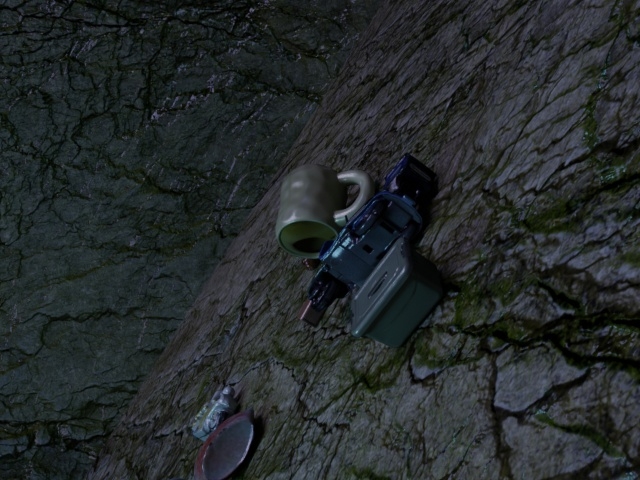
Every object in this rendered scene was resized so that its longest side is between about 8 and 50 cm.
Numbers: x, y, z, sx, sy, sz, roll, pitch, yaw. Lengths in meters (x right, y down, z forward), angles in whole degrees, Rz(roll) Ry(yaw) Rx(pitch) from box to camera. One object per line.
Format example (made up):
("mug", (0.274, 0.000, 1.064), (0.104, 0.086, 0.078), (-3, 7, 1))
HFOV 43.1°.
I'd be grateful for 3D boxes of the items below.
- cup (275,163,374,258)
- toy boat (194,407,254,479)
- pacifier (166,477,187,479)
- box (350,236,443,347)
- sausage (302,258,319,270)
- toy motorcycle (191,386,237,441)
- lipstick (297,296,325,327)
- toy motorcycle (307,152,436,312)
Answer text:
("cup", (0.001, -0.099, 2.034), (0.255, 0.173, 0.202), (-42, 31, 44))
("toy boat", (-0.223, 0.484, 1.882), (0.206, 0.096, 0.282), (-58, 0, -21))
("pacifier", (-0.330, 0.656, 1.738), (0.207, 0.227, 0.278), (13, 68, 33))
("box", (0.132, 0.095, 1.372), (0.172, 0.093, 0.124), (-54, 15, 24))
("sausage", (0.001, 0.001, 2.139), (0.176, 0.040, 0.047), (-64, 13, -23))
("toy motorcycle", (-0.272, 0.449, 2.101), (0.151, 0.074, 0.229), (-63, 12, -25))
("lipstick", (0.002, 0.125, 1.864), (0.145, 0.045, 0.045), (-60, 12, -4))
("toy motorcycle", (0.093, 0.001, 1.670), (0.358, 0.125, 0.212), (-49, 9, 31))
